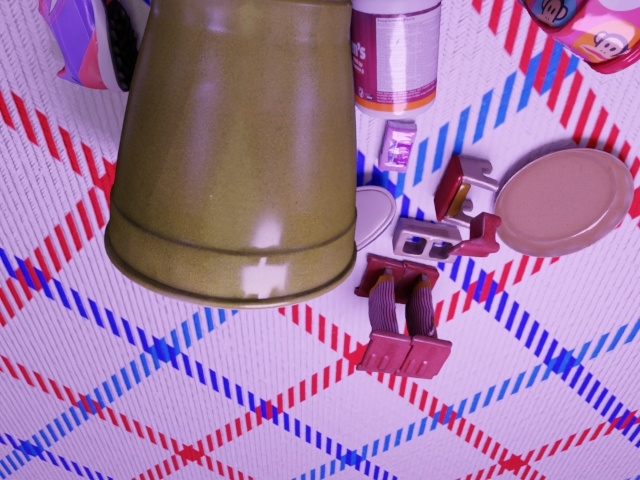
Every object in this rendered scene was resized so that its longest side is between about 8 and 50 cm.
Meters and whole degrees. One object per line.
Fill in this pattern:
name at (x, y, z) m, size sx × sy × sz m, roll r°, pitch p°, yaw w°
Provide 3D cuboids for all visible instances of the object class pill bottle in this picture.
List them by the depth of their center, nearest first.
pill bottle at (0.100, -0.287, 0.724) m, size 0.121 × 0.121 × 0.221 m, roll -3°, pitch 130°, yaw 4°

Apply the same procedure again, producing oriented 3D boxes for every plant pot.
plant pot at (-0.103, -0.158, 0.721) m, size 0.366 × 0.366 × 0.353 m, roll 7°, pitch 118°, yaw -4°
plant pot at (0.423, -0.067, 0.957) m, size 0.236 × 0.032 × 0.236 m, roll 1°, pitch 130°, yaw 1°

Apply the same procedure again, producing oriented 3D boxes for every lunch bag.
lunch bag at (0.327, -0.339, 0.565) m, size 0.120 × 0.293 × 0.258 m, roll 26°, pitch 126°, yaw -13°

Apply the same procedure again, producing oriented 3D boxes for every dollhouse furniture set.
dollhouse furniture set at (0.177, 0.052, 0.953) m, size 0.152 × 0.201 × 0.374 m, roll 10°, pitch 130°, yaw -7°

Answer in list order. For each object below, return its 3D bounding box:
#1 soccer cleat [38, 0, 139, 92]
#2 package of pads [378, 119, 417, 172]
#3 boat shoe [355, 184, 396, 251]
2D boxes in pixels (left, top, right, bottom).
soccer cleat at (-0.325, -0.346, 0.702) m, size 0.116 × 0.109 × 0.318 m, roll 5°, pitch 132°, yaw 3°
package of pads at (0.127, -0.155, 0.891) m, size 0.050 × 0.032 × 0.083 m, roll 7°, pitch 130°, yaw -3°
boat shoe at (0.000, 0.000, 1.001) m, size 0.335 × 0.095 × 0.112 m, roll -34°, pitch 86°, yaw 22°
